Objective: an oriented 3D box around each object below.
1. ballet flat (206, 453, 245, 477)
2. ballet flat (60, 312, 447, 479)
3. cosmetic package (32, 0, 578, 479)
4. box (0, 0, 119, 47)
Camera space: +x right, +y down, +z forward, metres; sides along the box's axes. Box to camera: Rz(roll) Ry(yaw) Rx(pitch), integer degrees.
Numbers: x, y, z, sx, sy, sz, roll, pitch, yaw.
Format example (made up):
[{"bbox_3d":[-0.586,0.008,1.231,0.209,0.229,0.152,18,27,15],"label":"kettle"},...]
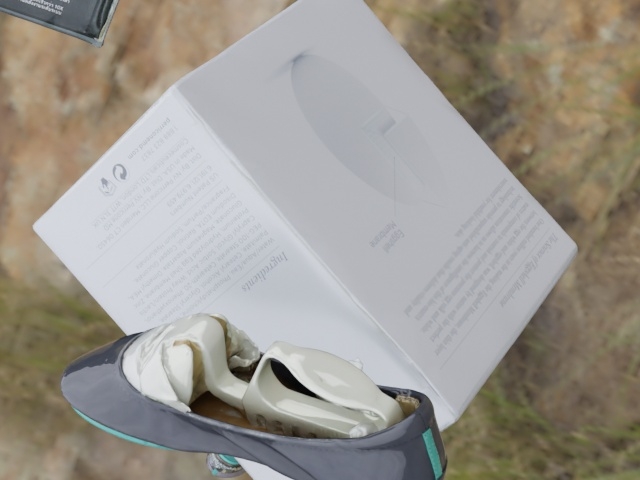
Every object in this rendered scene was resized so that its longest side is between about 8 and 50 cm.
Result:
[{"bbox_3d":[-0.047,0.134,1.344,0.041,0.041,0.114,-11,24,44],"label":"ballet flat"},{"bbox_3d":[-0.034,0.070,0.871,0.203,0.074,0.074,17,85,21],"label":"ballet flat"},{"bbox_3d":[0.000,0.000,1.048,0.224,0.224,0.138,48,123,-1],"label":"cosmetic package"},{"bbox_3d":[-0.147,-0.147,0.618,0.147,0.180,0.077,-108,39,-67],"label":"box"}]
